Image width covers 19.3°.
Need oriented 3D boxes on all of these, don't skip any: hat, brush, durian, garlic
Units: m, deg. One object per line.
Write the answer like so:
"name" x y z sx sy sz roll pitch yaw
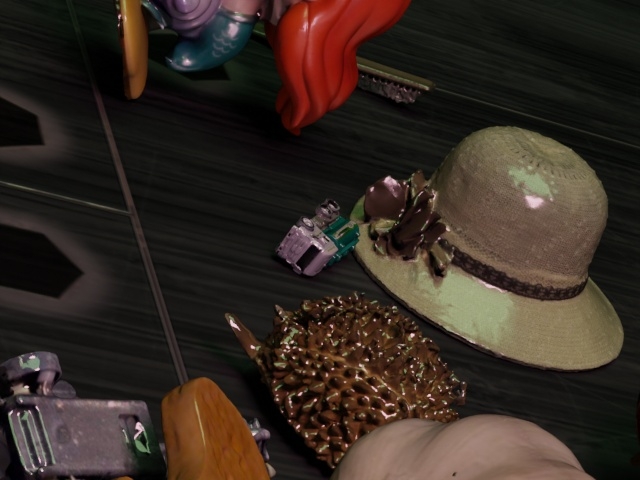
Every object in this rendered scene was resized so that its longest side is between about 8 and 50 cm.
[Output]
"hat" 0.158 -0.020 1.530 0.257 0.130 0.257 20 24 -9
"brush" 0.018 -0.170 1.834 0.190 0.027 0.034 20 20 7
"durian" 0.024 0.084 1.242 0.188 0.091 0.148 26 24 7
"garlic" 0.107 0.177 1.050 0.178 0.143 0.229 14 29 -45

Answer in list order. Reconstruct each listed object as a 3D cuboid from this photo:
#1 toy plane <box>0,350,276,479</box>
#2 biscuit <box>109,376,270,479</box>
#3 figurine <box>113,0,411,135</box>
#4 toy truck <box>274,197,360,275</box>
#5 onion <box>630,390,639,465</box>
"toy plane" -0.118 0.123 1.019 0.316 0.103 0.204 3 61 -45
"biscuit" -0.056 0.199 0.873 0.216 0.047 0.339 59 17 -17
"figurine" -0.045 -0.197 1.598 0.257 0.208 0.181 -5 -14 -3
"toy truck" 0.000 0.000 1.454 0.044 0.039 0.083 43 25 5
"onion" 0.311 0.160 1.279 0.248 0.161 0.248 20 35 -15
